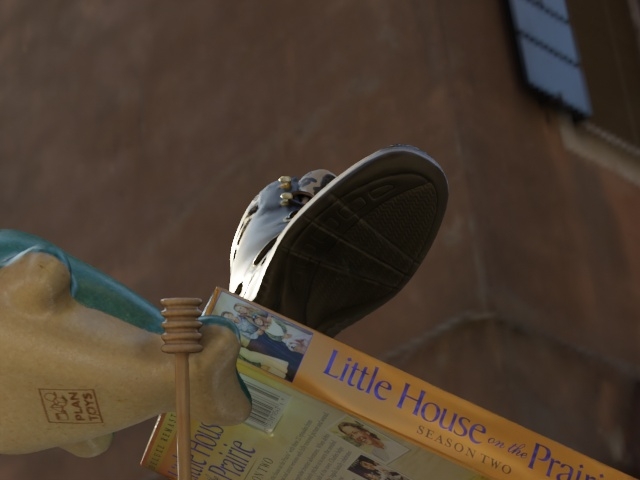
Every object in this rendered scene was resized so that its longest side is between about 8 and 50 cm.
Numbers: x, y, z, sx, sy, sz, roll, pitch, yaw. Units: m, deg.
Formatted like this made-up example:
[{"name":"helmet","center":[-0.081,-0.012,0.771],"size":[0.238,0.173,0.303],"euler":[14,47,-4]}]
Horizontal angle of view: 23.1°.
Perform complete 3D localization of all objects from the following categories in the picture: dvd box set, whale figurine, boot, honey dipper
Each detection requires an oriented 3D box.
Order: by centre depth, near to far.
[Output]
[{"name":"honey dipper","center":[-0.095,0.120,1.084],"size":[0.030,0.161,0.030],"euler":[-2,-7,0]},{"name":"whale figurine","center":[-0.182,0.071,1.180],"size":[0.272,0.141,0.216],"euler":[2,-46,11]},{"name":"dvd box set","center":[0.062,0.210,1.357],"size":[0.420,0.062,0.307],"euler":[24,-31,-1]},{"name":"boot","center":[0.000,0.000,1.740],"size":[0.138,0.284,0.377],"euler":[29,-65,-13]}]
